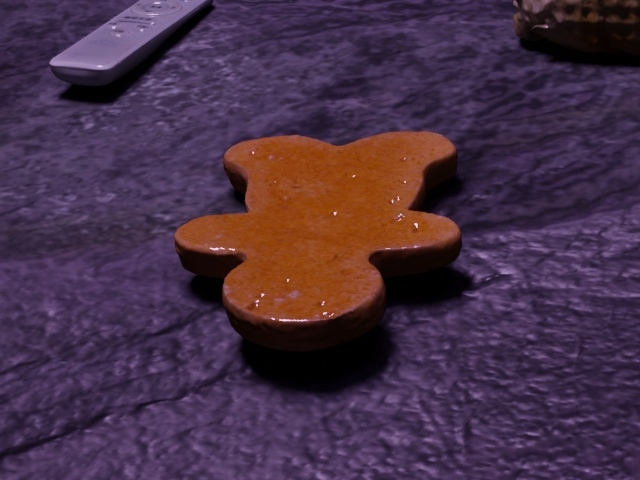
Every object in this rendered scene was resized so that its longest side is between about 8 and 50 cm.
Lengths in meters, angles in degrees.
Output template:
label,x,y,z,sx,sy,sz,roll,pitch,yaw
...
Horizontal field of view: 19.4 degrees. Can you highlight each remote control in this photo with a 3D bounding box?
label,x,y,z,sx,sy,sz,roll,pitch,yaw
remote control,-0.136,-0.151,1.384,0.050,0.027,0.184,9,28,20

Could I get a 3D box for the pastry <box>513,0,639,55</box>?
label,x,y,z,sx,sy,sz,roll,pitch,yaw
pastry,0.230,-0.202,1.348,0.193,0.093,0.182,2,28,13

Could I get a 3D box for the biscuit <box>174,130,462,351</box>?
label,x,y,z,sx,sy,sz,roll,pitch,yaw
biscuit,0.000,0.001,1.089,0.166,0.036,0.250,-2,26,6
